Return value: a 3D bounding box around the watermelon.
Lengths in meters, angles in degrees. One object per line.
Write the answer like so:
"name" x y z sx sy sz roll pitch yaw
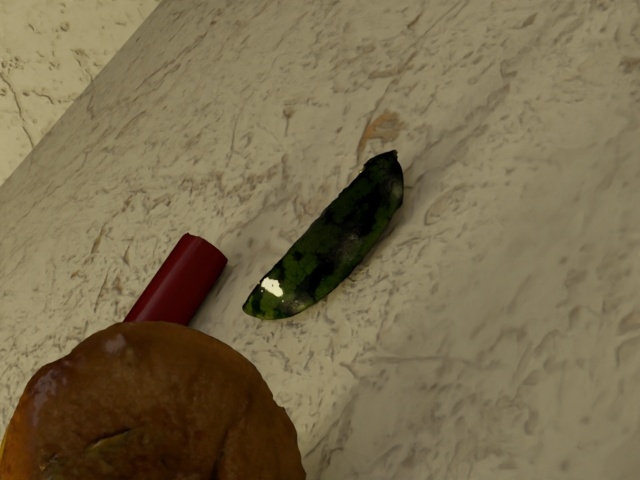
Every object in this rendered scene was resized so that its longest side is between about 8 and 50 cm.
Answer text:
"watermelon" 0.004 0.003 1.067 0.245 0.063 0.119 -49 9 9

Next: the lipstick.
"lipstick" -0.211 0.119 1.203 0.073 0.073 0.279 0 53 55

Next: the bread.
"bread" -0.136 0.194 0.818 0.268 0.268 0.146 -55 18 -14
